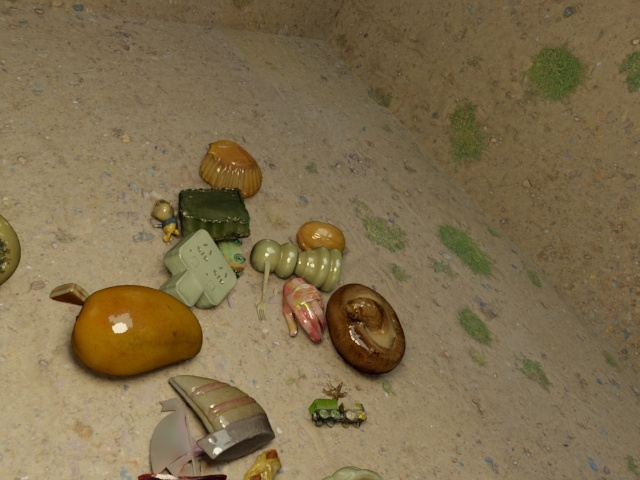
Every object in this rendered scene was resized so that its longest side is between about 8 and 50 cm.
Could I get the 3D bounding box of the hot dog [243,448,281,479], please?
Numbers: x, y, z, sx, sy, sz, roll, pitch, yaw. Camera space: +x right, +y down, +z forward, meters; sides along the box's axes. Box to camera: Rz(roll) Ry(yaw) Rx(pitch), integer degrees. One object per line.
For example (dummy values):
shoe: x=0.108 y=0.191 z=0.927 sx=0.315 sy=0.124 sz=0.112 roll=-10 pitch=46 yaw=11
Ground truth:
hot dog: x=-0.156 y=0.631 z=1.547 sx=0.078 sy=0.061 sz=0.169 roll=34 pitch=37 yaw=1

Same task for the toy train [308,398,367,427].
toy train: x=0.057 y=0.549 z=1.803 sx=0.202 sy=0.060 sz=0.081 roll=12 pitch=37 yaw=-30

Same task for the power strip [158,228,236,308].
power strip: x=-0.423 y=0.125 z=1.836 sx=0.229 sy=0.141 sz=0.261 roll=58 pitch=35 yaw=-17

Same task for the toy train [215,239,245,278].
toy train: x=-0.330 y=0.054 z=2.036 sx=0.099 sy=0.072 sz=0.188 roll=10 pitch=43 yaw=-30

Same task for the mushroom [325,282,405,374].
mushroom: x=0.161 y=0.311 z=2.020 sx=0.345 sy=0.239 sz=0.345 roll=17 pitch=67 yaw=-48

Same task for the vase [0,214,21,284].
vase: x=-0.956 y=0.014 z=1.415 sx=0.241 sy=0.329 sz=0.302 roll=0 pitch=29 yaw=30

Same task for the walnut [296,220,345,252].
walnut: x=0.000 y=0.000 z=2.279 sx=0.207 sy=0.159 sz=0.159 roll=22 pitch=39 yaw=-19

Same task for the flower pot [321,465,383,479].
flower pot: x=0.088 y=0.732 z=1.513 sx=0.246 sy=0.195 sz=0.246 roll=21 pitch=38 yaw=-18

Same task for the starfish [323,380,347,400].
starfish: x=0.048 y=0.501 z=1.875 sx=0.091 sy=0.028 sz=0.078 roll=12 pitch=37 yaw=-24

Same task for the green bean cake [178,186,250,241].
green bean cake: x=-0.384 y=-0.090 z=2.030 sx=0.241 sy=0.132 sz=0.255 roll=-1 pitch=29 yaw=-20

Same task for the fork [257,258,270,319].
fork: x=-0.200 y=0.171 z=1.985 sx=0.034 sy=0.028 sz=0.219 roll=9 pitch=73 yaw=-21

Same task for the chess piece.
chess piece: x=-0.100 y=0.079 z=2.118 sx=0.330 sy=0.182 sz=0.182 roll=14 pitch=41 yaw=-17

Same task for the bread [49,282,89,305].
bread: x=-0.724 y=0.152 z=1.639 sx=0.109 sy=0.062 sz=0.043 roll=14 pitch=43 yaw=-21

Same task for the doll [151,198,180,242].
doll: x=-0.552 y=-0.081 z=2.011 sx=0.179 sy=0.102 sz=0.089 roll=60 pitch=0 yaw=34

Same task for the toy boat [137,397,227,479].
toy boat: x=-0.380 y=0.553 z=1.461 sx=0.219 sy=0.072 sz=0.318 roll=-9 pitch=51 yaw=-47

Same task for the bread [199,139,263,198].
bread: x=-0.362 y=-0.294 z=2.334 sx=0.274 sy=0.149 sz=0.274 roll=15 pitch=42 yaw=-15

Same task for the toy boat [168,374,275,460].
toy boat: x=-0.255 y=0.486 z=1.592 sx=0.276 sy=0.111 sz=0.293 roll=17 pitch=28 yaw=-40

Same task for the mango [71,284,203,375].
mango: x=-0.502 y=0.249 z=1.581 sx=0.378 sy=0.221 sz=0.263 roll=13 pitch=36 yaw=-42

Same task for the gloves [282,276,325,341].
gloves: x=-0.053 y=0.247 z=1.987 sx=0.145 sy=0.126 sz=0.241 roll=-8 pitch=42 yaw=-27
